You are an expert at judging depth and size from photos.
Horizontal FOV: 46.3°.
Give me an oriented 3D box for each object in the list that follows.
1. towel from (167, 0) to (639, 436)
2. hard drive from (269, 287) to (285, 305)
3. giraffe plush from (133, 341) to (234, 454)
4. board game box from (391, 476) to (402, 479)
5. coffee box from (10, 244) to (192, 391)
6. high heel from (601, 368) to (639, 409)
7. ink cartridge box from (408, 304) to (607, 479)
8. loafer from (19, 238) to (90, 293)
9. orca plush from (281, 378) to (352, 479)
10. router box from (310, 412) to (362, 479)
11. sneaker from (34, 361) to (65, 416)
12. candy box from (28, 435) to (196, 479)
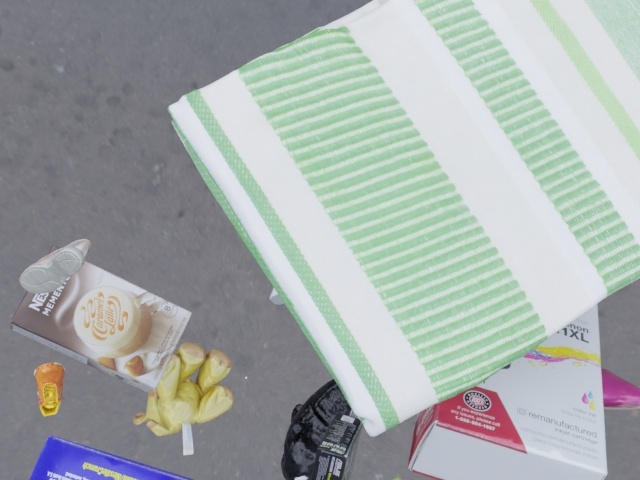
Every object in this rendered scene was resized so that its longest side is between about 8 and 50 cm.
[{"bbox_3d":[0.103,-0.060,0.480,0.325,0.038,0.248,-31,84,-14],"label":"towel"},{"bbox_3d":[0.000,0.000,1.768,0.040,0.203,0.307,41,46,-25],"label":"hard drive"},{"bbox_3d":[-0.286,0.314,1.498,0.181,0.170,0.210,19,71,-27],"label":"giraffe plush"},{"bbox_3d":[0.059,0.405,1.040,0.181,0.092,0.043,-24,103,-18],"label":"board game box"},{"bbox_3d":[-0.356,0.132,1.222,0.246,0.098,0.141,27,69,-13],"label":"coffee box"},{"bbox_3d":[0.437,0.198,1.376,0.127,0.377,0.181,9,87,-31],"label":"high heel"},{"bbox_3d":[0.150,0.111,0.599,0.127,0.072,0.175,16,43,3],"label":"ink cartridge box"},{"bbox_3d":[-0.350,0.034,0.998,0.045,0.125,0.039,52,34,-19],"label":"loafer"},{"bbox_3d":[-0.001,0.340,1.348,0.287,0.102,0.151,-45,64,27],"label":"orca plush"},{"bbox_3d":[0.014,0.287,0.914,0.038,0.092,0.122,14,107,11],"label":"router box"},{"bbox_3d":[-0.572,0.316,1.597,0.064,0.175,0.067,-10,54,-22],"label":"sneaker"},{"bbox_3d":[-0.106,0.324,0.742,0.268,0.317,0.122,8,63,25],"label":"candy box"}]
